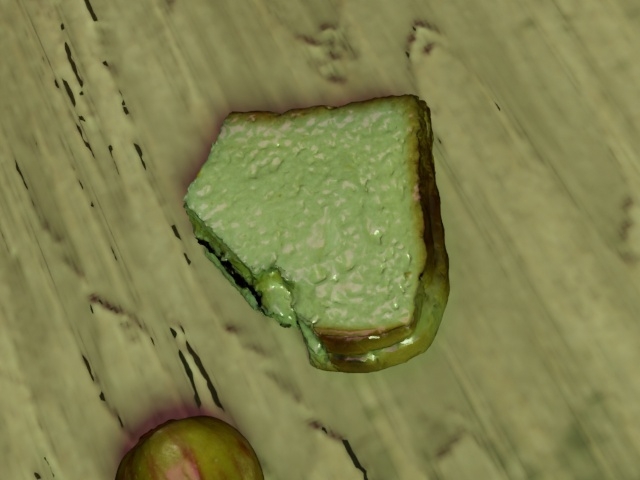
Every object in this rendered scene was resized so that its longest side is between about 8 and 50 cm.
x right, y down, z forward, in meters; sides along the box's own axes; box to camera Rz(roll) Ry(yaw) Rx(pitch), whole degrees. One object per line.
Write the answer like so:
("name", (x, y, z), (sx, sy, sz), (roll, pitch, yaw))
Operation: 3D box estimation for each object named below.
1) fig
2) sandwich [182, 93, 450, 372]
("fig", (-0.032, 0.095, 0.537), (0.050, 0.050, 0.083), (-37, 79, -9))
("sandwich", (0.000, 0.000, 0.585), (0.093, 0.036, 0.105), (-10, 60, 6))
